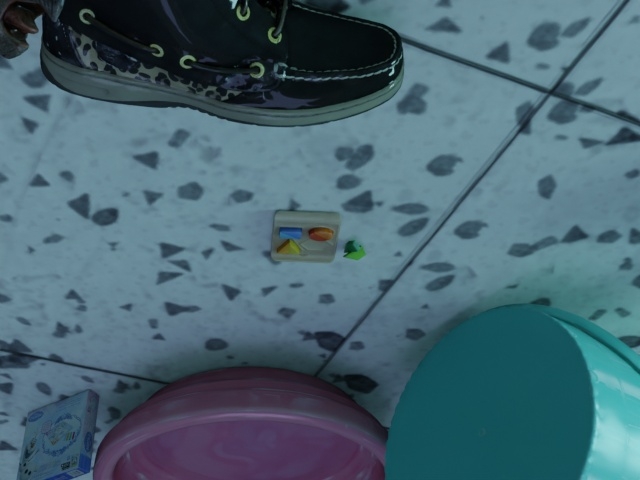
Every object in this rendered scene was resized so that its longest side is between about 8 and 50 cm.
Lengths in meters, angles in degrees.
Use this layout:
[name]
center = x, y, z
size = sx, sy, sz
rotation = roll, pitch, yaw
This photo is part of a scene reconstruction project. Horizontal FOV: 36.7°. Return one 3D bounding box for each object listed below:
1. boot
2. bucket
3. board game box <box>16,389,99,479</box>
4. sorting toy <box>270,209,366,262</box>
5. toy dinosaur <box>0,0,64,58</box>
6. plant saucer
[boot]
center = -0.054, -0.162, 0.574
size = 0.237, 0.085, 0.178
rotation = 3, 138, -5
[bucket]
center = 0.205, 0.201, 0.886
size = 0.183, 0.281, 0.281
rotation = 29, 131, -32
[board game box]
center = -0.276, 0.212, 1.014
size = 0.090, 0.090, 0.020
rotation = -22, 138, 24
[sorting toy]
center = 0.000, 0.000, 0.827
size = 0.083, 0.012, 0.062
rotation = 3, 140, -5
[toy dinosaur]
center = -0.276, -0.190, 0.514
size = 0.296, 0.127, 0.200
rotation = 36, 119, -17
[plant saucer]
center = -0.076, 0.237, 1.057
size = 0.332, 0.084, 0.332
rotation = -1, 141, -1
